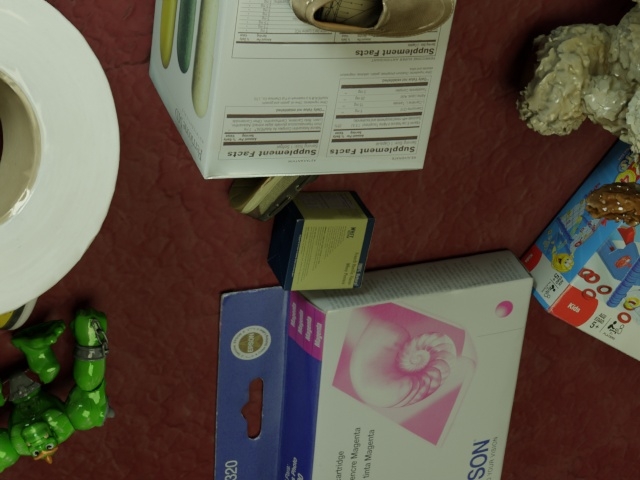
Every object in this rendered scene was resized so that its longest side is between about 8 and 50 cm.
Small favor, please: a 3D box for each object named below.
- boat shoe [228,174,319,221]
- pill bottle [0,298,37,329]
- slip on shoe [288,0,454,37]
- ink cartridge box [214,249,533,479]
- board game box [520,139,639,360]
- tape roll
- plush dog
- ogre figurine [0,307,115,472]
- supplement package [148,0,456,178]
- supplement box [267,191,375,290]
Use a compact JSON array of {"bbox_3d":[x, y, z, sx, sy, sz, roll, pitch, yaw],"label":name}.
[{"bbox_3d":[-0.022,-0.078,1.443,0.152,0.056,0.049,-40,134,18],"label":"boat shoe"},{"bbox_3d":[-0.345,0.016,1.333,0.184,0.103,0.103,12,116,-29],"label":"pill bottle"},{"bbox_3d":[0.044,-0.177,1.151,0.135,0.041,0.051,4,120,-25],"label":"slip on shoe"},{"bbox_3d":[0.053,0.180,1.636,0.330,0.071,0.324,-9,125,-19],"label":"ink cartridge box"},{"bbox_3d":[0.420,-0.005,1.653,0.308,0.086,0.302,26,109,-34],"label":"board game box"},{"bbox_3d":[-0.310,-0.079,1.221,0.286,0.100,0.286,-4,100,-27],"label":"tape roll"},{"bbox_3d":[0.339,-0.127,1.413,0.211,0.225,0.262,13,143,-34],"label":"plush dog"},{"bbox_3d":[-0.282,0.151,1.462,0.197,0.097,0.118,-32,112,-19],"label":"ogre figurine"},{"bbox_3d":[-0.017,-0.214,1.256,0.198,0.199,0.262,-4,123,-20],"label":"supplement package"},{"bbox_3d":[0.000,0.000,1.498,0.083,0.056,0.083,-2,122,-22],"label":"supplement box"}]
